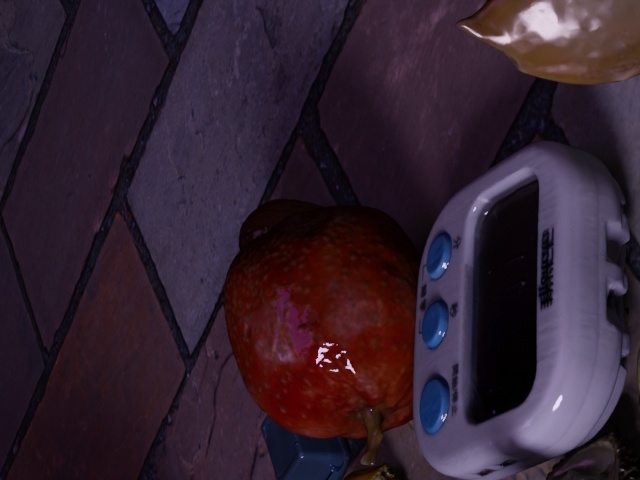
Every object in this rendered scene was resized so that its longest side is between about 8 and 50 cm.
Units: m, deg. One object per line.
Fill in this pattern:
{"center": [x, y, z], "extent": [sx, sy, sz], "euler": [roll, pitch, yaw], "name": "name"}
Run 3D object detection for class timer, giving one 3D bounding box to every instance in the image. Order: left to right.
{"center": [0.163, 0.062, 1.565], "extent": [0.237, 0.087, 0.262], "euler": [-32, 48, 54], "name": "timer"}

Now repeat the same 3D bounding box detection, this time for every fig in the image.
{"center": [-0.014, -0.003, 1.899], "extent": [0.153, 0.119, 0.119], "euler": [-49, 41, 21], "name": "fig"}

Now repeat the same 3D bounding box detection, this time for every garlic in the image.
{"center": [0.251, -0.250, 1.391], "extent": [0.151, 0.196, 0.338], "euler": [58, 132, 27], "name": "garlic"}

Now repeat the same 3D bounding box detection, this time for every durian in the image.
{"center": [0.208, 0.209, 1.483], "extent": [0.110, 0.071, 0.140], "euler": [-53, 18, -20], "name": "durian"}

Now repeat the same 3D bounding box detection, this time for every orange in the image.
{"center": [0.045, 0.249, 1.783], "extent": [0.086, 0.062, 0.086], "euler": [-21, 67, 61], "name": "orange"}

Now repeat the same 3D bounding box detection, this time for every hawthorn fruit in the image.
{"center": [0.021, 0.093, 1.732], "extent": [0.205, 0.205, 0.253], "euler": [-53, 48, 43], "name": "hawthorn fruit"}

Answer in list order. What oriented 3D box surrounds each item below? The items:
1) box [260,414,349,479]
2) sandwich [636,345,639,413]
{"center": [-0.018, 0.201, 1.914], "extent": [0.074, 0.054, 0.099], "euler": [-59, 37, 39], "name": "box"}
{"center": [0.314, 0.154, 1.293], "extent": [0.226, 0.087, 0.251], "euler": [-40, 48, 49], "name": "sandwich"}
